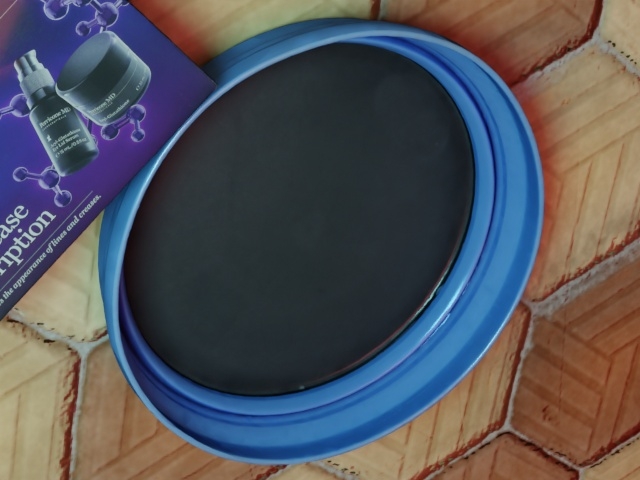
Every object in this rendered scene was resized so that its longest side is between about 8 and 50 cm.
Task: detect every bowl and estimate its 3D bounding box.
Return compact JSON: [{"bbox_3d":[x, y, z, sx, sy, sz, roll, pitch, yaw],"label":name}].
[{"bbox_3d":[0.000,0.000,1.349,0.391,0.077,0.391,-14,121,-23],"label":"bowl"}]

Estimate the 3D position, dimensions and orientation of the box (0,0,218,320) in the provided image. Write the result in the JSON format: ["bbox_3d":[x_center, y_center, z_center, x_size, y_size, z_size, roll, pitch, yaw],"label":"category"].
[{"bbox_3d":[-0.233,-0.083,1.159,0.261,0.103,0.184,-48,126,2],"label":"box"}]
